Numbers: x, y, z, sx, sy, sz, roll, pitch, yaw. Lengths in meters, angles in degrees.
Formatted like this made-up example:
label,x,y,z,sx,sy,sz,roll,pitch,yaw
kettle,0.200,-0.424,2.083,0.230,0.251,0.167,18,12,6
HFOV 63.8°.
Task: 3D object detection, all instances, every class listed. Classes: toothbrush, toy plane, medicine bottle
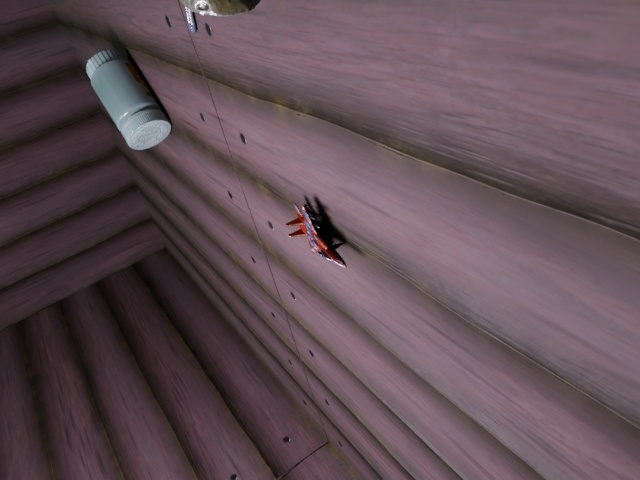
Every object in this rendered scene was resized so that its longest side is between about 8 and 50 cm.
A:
label,x,y,z,sx,sy,sz,roll,pitch,yaw
toothbrush,-0.277,-0.522,1.034,0.019,0.016,0.219,48,156,31
toy plane,0.003,-0.002,1.023,0.189,0.061,0.130,35,147,39
medicine bottle,-0.648,-0.475,1.726,0.318,0.158,0.158,56,158,9

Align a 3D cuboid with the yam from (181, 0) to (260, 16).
label,x,y,z,sx,sy,sz,roll,pitch,yaw
yam,-0.167,-0.482,0.688,0.133,0.133,0.330,34,143,49
